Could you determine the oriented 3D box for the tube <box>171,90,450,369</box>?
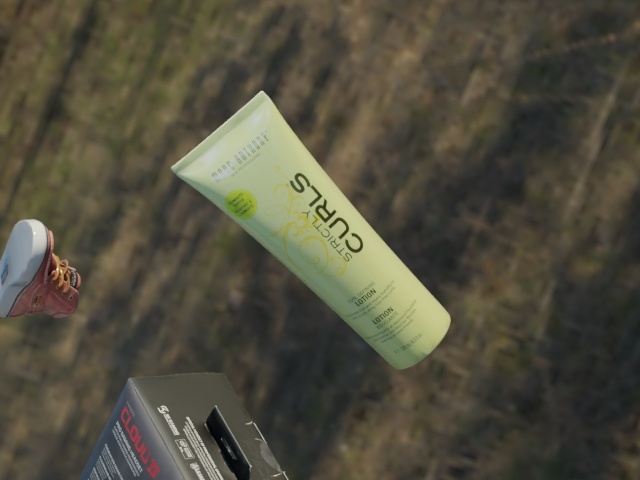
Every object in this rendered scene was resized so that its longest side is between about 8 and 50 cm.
[{"bbox_3d":[0.000,0.000,1.473,0.070,0.240,0.062,-53,22,-25],"label":"tube"}]

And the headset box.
[{"bbox_3d":[-0.128,0.275,1.748,0.218,0.110,0.293,57,132,36],"label":"headset box"}]

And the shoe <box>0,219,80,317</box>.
[{"bbox_3d":[-0.283,0.031,2.003,0.178,0.081,0.063,130,138,-56],"label":"shoe"}]
